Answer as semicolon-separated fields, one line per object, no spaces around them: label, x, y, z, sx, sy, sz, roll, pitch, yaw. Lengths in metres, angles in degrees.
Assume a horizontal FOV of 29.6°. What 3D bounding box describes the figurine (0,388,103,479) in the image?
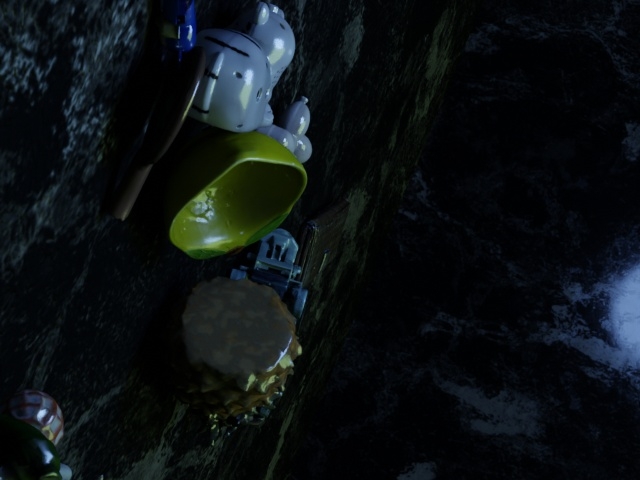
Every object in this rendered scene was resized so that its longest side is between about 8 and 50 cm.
figurine;-0.244;0.226;0.885;0.370;0.167;0.281;84;-2;-54

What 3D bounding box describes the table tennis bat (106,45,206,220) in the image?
table tennis bat;-0.098;-0.073;1.069;0.170;0.119;0.107;-59;-160;18

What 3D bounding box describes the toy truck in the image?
toy truck;-0.090;0.118;1.713;0.140;0.108;0.256;-85;-170;-72

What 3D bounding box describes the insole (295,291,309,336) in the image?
insole;-0.038;0.145;1.686;0.053;0.002;0.152;176;-69;-87

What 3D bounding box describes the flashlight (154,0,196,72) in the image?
flashlight;-0.120;-0.199;0.999;0.121;0.035;0.057;96;-7;-47

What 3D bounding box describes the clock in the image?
clock;-0.077;-0.172;1.162;0.176;0.080;0.117;-37;146;-73

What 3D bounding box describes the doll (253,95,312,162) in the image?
doll;-0.055;-0.103;1.521;0.160;0.059;0.161;-34;144;-74

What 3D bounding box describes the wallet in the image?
wallet;0.000;0.000;2.145;0.230;0.042;0.124;-44;152;-71

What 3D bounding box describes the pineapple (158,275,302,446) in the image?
pineapple;-0.122;0.170;1.503;0.340;0.169;0.169;111;5;-62

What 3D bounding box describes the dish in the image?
dish;-0.095;-0.059;1.208;0.149;0.080;0.207;-19;159;-17
